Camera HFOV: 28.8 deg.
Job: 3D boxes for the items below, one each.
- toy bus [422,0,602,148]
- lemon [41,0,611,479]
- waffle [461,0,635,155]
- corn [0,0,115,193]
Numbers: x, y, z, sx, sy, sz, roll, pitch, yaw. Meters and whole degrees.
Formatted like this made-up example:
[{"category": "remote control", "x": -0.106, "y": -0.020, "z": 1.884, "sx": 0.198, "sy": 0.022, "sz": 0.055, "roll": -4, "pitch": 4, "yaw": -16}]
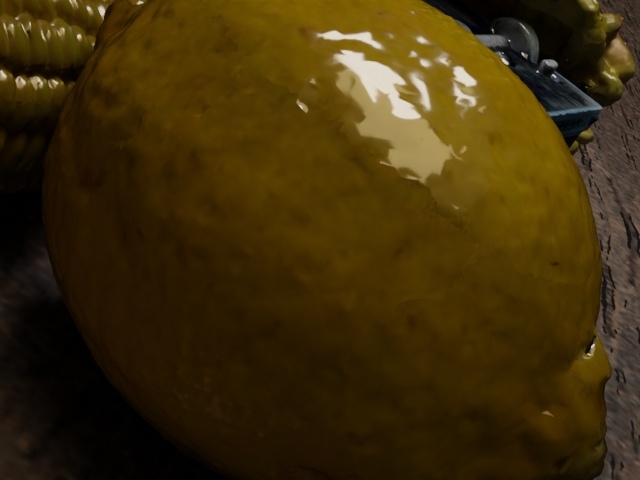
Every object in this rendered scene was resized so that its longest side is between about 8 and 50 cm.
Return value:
[{"category": "toy bus", "x": 0.020, "y": -0.126, "z": 0.786, "sx": 0.297, "sy": 0.131, "sz": 0.106, "roll": 43, "pitch": 29, "yaw": 21}, {"category": "lemon", "x": 0.000, "y": 0.000, "z": 0.459, "sx": 0.256, "sy": 0.188, "sz": 0.188, "roll": 46, "pitch": 28, "yaw": 19}, {"category": "waffle", "x": 0.110, "y": -0.167, "z": 0.882, "sx": 0.281, "sy": 0.058, "sz": 0.300, "roll": 42, "pitch": -10, "yaw": 28}, {"category": "corn", "x": -0.171, "y": -0.066, "z": 0.468, "sx": 0.120, "sy": 0.120, "sz": 0.363, "roll": 40, "pitch": 26, "yaw": 18}]
